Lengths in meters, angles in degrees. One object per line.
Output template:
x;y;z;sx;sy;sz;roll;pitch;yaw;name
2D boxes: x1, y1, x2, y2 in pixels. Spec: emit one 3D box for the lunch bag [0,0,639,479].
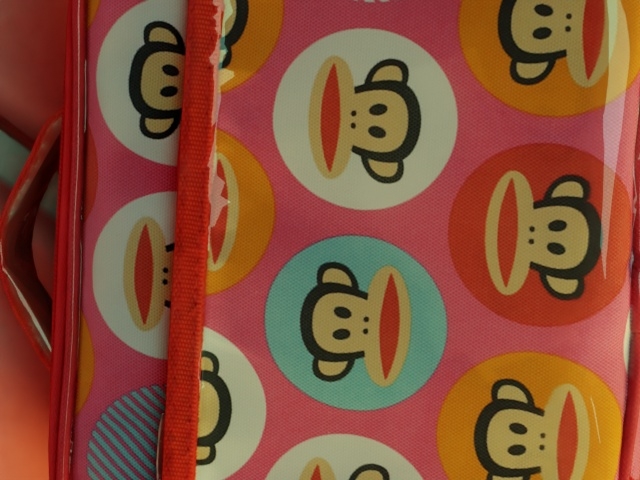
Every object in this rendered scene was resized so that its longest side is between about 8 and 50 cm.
0.000;0.000;0.644;0.258;0.120;0.293;5;97;12;lunch bag
